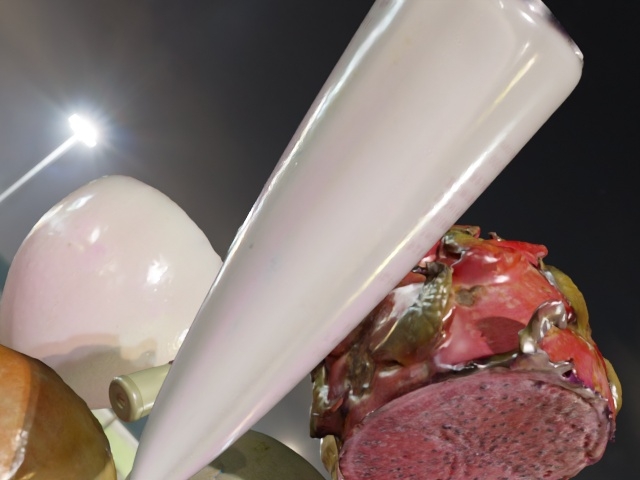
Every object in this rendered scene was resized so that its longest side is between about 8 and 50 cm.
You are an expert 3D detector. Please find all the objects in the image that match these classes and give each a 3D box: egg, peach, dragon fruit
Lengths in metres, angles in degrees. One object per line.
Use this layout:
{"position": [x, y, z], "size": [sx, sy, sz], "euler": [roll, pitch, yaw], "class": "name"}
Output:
{"position": [-0.369, 0.117, 1.575], "size": [0.354, 0.340, 0.355], "euler": [29, -36, 24], "class": "egg"}
{"position": [-0.242, 0.172, 0.679], "size": [0.214, 0.214, 0.236], "euler": [31, -56, 43], "class": "peach"}
{"position": [0.149, 0.098, 0.979], "size": [0.296, 0.314, 0.263], "euler": [31, 37, -33], "class": "dragon fruit"}

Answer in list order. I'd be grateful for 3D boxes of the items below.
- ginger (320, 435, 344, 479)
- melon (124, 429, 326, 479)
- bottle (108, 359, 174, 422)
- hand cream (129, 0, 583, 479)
{"position": [0.084, 0.238, 1.253], "size": [0.190, 0.126, 0.354], "euler": [51, 13, 7], "class": "ginger"}
{"position": [-0.094, 0.358, 1.081], "size": [0.330, 0.268, 0.268], "euler": [50, -15, 15], "class": "melon"}
{"position": [-0.157, 0.147, 0.959], "size": [0.063, 0.101, 0.047], "euler": [40, -53, 33], "class": "bottle"}
{"position": [0.000, 0.000, 0.553], "size": [0.118, 0.359, 0.185], "euler": [37, 8, -4], "class": "hand cream"}
